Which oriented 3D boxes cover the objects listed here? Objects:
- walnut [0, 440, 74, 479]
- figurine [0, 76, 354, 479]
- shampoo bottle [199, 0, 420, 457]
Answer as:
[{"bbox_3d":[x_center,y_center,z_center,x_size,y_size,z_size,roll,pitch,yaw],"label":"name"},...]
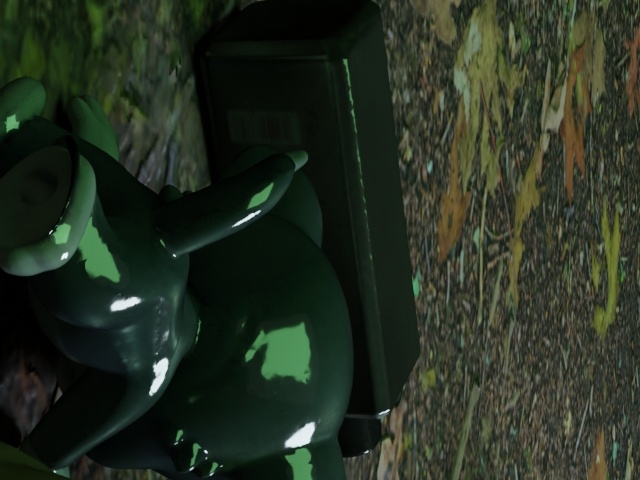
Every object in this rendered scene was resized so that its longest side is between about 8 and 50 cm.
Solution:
[{"bbox_3d":[-0.114,0.180,0.453,0.273,0.273,0.227,-67,-176,-47],"label":"walnut"},{"bbox_3d":[-0.060,0.011,0.759,0.265,0.140,0.193,86,-4,-62],"label":"figurine"},{"bbox_3d":[0.000,0.000,1.004,0.079,0.080,0.246,-53,140,-58],"label":"shampoo bottle"}]
